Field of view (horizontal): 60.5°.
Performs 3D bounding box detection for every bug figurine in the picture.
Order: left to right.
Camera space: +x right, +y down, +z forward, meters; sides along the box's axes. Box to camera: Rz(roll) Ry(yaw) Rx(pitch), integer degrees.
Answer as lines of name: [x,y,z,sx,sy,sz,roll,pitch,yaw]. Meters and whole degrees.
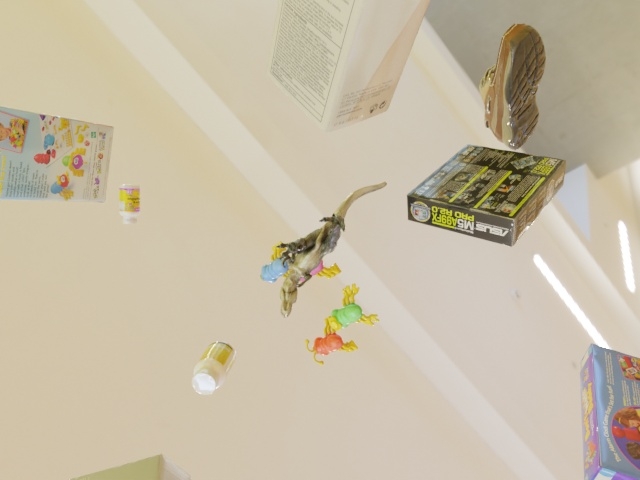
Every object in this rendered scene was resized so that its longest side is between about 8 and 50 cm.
bug figurine: [-0.013,0.118,1.102,0.072,0.216,0.279,-35,-93,-39]

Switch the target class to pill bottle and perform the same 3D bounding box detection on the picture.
pill bottle: [-0.411,-0.079,1.183,0.043,0.043,0.083,-9,-76,-51]
pill bottle: [-0.211,0.251,1.078,0.065,0.065,0.116,51,-165,-9]

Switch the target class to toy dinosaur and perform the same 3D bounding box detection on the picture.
toy dinosaur: [0.000,0.000,0.836,0.064,0.268,0.118,41,-175,13]

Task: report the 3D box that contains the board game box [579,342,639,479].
board game box: [0.680,0.391,1.150,0.233,0.078,0.347,17,-143,13]

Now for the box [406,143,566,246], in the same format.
box: [0.330,-0.100,1.087,0.270,0.216,0.060,-39,-46,-39]

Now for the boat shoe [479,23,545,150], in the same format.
boat shoe: [0.407,-0.331,1.213,0.120,0.122,0.324,39,165,32]

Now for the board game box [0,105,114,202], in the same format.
board game box: [-0.505,-0.146,0.908,0.275,0.142,0.144,-5,-73,-65]

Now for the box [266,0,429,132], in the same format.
box: [0.042,-0.300,0.647,0.121,0.311,0.148,-26,-116,-32]

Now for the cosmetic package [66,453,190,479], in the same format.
cosmetic package: [-0.383,0.504,1.054,0.127,0.238,0.107,67,-174,-45]
